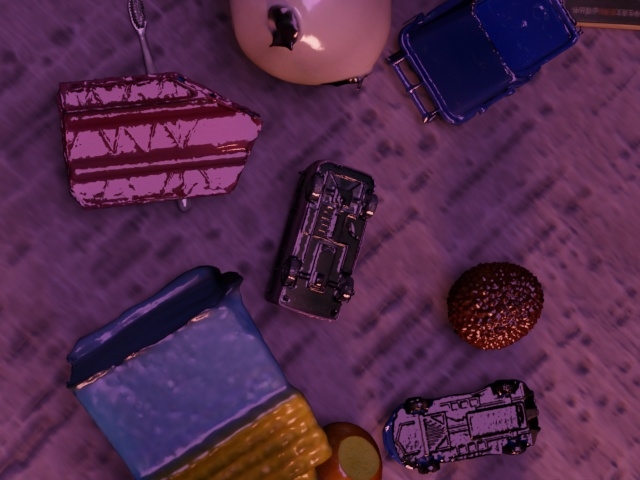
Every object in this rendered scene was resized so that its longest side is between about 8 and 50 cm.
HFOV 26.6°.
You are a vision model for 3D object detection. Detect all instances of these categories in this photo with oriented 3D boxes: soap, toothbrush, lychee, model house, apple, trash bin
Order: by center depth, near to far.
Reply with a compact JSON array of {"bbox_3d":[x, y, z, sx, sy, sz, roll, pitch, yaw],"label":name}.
[{"bbox_3d":[-0.139,0.209,1.646,0.237,0.215,0.303,-32,97,-8],"label":"model house"},{"bbox_3d":[-0.197,-0.126,1.695,0.250,0.099,0.162,-5,91,-6],"label":"soap"},{"bbox_3d":[0.029,0.294,1.751,0.102,0.099,0.114,22,55,-21],"label":"apple"},{"bbox_3d":[-0.207,-0.178,1.753,0.021,0.024,0.288,-14,90,-14],"label":"toothbrush"},{"bbox_3d":[0.213,-0.254,1.762,0.184,0.234,0.162,-34,96,-15],"label":"trash bin"},{"bbox_3d":[0.235,0.083,1.807,0.123,0.129,0.123,24,45,-27],"label":"lychee"}]

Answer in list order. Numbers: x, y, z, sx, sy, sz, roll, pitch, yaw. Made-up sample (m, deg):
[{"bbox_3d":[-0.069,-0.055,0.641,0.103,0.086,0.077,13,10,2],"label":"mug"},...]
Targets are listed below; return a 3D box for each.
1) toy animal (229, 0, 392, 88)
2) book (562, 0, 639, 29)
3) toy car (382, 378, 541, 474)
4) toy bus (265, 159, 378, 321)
[{"bbox_3d":[0.006,-0.347,1.698,0.251,0.251,0.309,16,78,-14],"label":"toy animal"},{"bbox_3d":[0.429,-0.434,1.938,0.202,0.027,0.264,1,86,-16],"label":"book"},{"bbox_3d":[0.187,0.248,1.813,0.216,0.063,0.103,-10,89,-10],"label":"toy car"},{"bbox_3d":[0.000,0.000,1.756,0.096,0.108,0.198,18,84,-18],"label":"toy bus"}]
